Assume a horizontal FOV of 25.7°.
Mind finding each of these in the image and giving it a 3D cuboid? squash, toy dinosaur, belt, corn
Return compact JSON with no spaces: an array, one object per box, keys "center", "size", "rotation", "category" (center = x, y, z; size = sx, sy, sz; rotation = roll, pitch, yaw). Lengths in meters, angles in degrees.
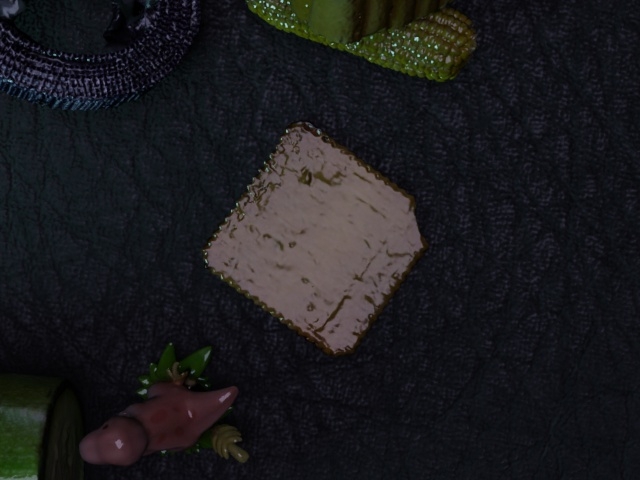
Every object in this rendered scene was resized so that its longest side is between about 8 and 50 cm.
[{"center":[-0.495,0.284,1.689],"size":[0.385,0.263,0.263],"rotation":[2,94,3],"category":"squash"},{"center":[-0.191,0.207,1.712],"size":[0.194,0.177,0.152],"rotation":[-6,94,1],"category":"toy dinosaur"},{"center":[-0.304,-0.291,1.683],"size":[0.325,0.122,0.260],"rotation":[14,83,-13],"category":"belt"},{"center":[0.048,-0.268,1.712],"size":[0.292,0.101,0.101],"rotation":[16,94,1],"category":"corn"}]

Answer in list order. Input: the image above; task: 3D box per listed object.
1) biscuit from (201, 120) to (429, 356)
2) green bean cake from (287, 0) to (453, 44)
[{"center":[0.000,0.000,1.774],"size":[0.237,0.013,0.232],"rotation":[35,94,-1],"category":"biscuit"},{"center":[0.044,-0.362,1.637],"size":[0.224,0.131,0.229],"rotation":[-28,65,-21],"category":"green bean cake"}]
